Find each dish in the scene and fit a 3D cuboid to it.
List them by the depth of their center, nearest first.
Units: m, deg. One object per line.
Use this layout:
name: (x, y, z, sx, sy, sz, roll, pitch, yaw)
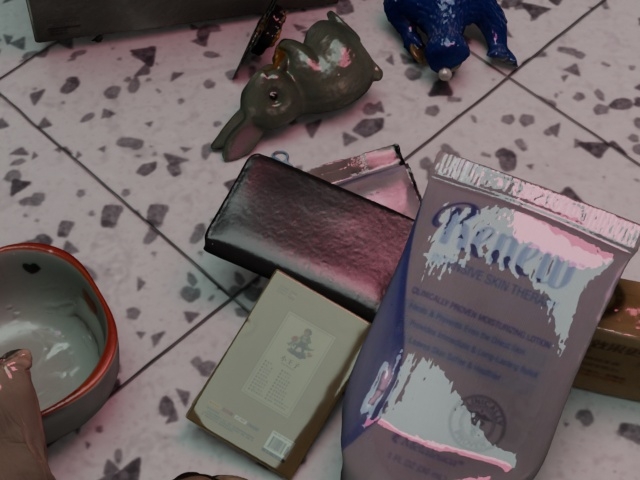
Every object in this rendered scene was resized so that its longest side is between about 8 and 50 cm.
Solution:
dish: (-0.344, 0.136, 1.516, 0.256, 0.117, 0.256, -2, 54, 3)

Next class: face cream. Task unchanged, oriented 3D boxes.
face cream: (0.151, 0.135, 1.405, 0.235, 0.137, 0.420, 22, 83, 16)

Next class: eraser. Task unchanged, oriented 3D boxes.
eraser: (0.334, 0.109, 1.486, 0.343, 0.144, 0.078, 12, 57, 11)

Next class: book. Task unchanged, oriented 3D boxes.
book: (-0.042, 0.148, 1.503, 0.138, 0.016, 0.198, 30, 78, 7)

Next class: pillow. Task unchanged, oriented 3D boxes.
pillow: (-0.323, 0.265, 1.362, 0.173, 0.270, 0.067, -29, 18, -36)

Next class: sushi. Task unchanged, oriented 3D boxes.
sushi: (-0.071, -0.281, 1.819, 0.026, 0.126, 0.120, 27, 57, -11)

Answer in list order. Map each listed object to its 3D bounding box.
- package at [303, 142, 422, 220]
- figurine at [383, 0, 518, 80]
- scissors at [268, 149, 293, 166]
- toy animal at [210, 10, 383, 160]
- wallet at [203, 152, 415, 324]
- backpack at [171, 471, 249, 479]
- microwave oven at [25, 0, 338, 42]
package: (0.046, 0.017, 1.628, 0.204, 0.062, 0.250, -17, 68, -10)
figurine: (0.170, -0.333, 1.832, 0.164, 0.120, 0.262, -8, 56, -8)
scissors: (-0.034, -0.089, 1.734, 0.083, 0.006, 0.036, 34, 60, 24)
toy animal: (-0.037, -0.196, 1.750, 0.236, 0.108, 0.138, -39, 61, -22)
wallet: (0.000, 0.000, 1.578, 0.250, 0.044, 0.149, 23, 66, 6)
backpack: (-0.114, 0.344, 1.347, 0.229, 0.138, 0.229, 4, 37, -3)
microwave oven: (-0.196, -0.465, 1.798, 0.432, 0.374, 0.236, -8, 63, -8)
